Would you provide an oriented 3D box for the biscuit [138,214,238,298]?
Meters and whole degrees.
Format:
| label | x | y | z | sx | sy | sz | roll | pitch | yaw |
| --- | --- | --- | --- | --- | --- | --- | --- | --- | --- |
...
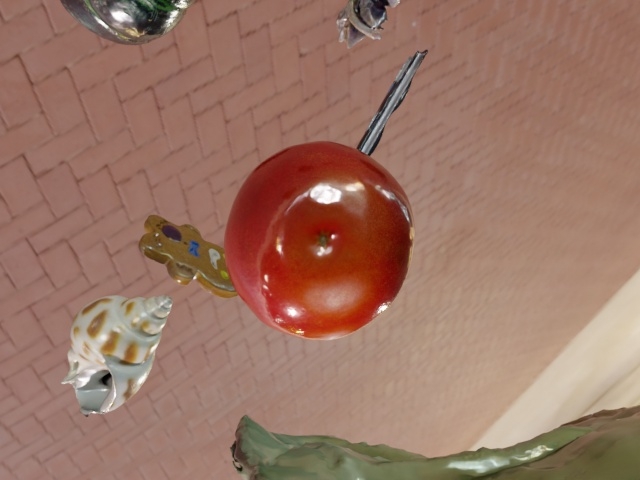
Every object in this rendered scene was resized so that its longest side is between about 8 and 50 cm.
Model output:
| label | x | y | z | sx | sy | sz | roll | pitch | yaw |
| --- | --- | --- | --- | --- | --- | --- | --- | --- | --- |
| biscuit | -0.245 | 0.032 | 1.634 | 0.236 | 0.180 | 0.039 | 31 | 117 | -23 |

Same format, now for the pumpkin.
| label | x | y | z | sx | sy | sz | roll | pitch | yaw |
| --- | --- | --- | --- | --- | --- | --- | --- | --- | --- |
| pumpkin | -0.330 | -0.497 | 1.425 | 0.315 | 0.315 | 0.238 | -49 | 142 | 13 |

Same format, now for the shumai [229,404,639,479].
| label | x | y | z | sx | sy | sz | roll | pitch | yaw |
| --- | --- | --- | --- | --- | --- | --- | --- | --- | --- |
| shumai | 0.109 | 0.148 | 0.347 | 0.292 | 0.288 | 0.330 | -57 | -171 | -30 |

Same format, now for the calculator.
| label | x | y | z | sx | sy | sz | roll | pitch | yaw |
| --- | --- | --- | --- | --- | --- | --- | --- | --- | --- |
| calculator | 0.074 | -0.150 | 1.235 | 0.274 | 0.028 | 0.165 | -60 | 180 | -17 |

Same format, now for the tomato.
| label | x | y | z | sx | sy | sz | roll | pitch | yaw |
| --- | --- | --- | --- | --- | --- | --- | --- | --- | --- |
| tomato | 0.000 | 0.000 | 0.807 | 0.195 | 0.195 | 0.136 | -39 | -179 | -5 |

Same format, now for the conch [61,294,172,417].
| label | x | y | z | sx | sy | sz | roll | pitch | yaw |
| --- | --- | --- | --- | --- | --- | --- | --- | --- | --- |
| conch | -0.364 | 0.187 | 1.494 | 0.149 | 0.182 | 0.275 | -27 | 166 | -45 |

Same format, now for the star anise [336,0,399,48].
| label | x | y | z | sx | sy | sz | roll | pitch | yaw |
| --- | --- | --- | --- | --- | --- | --- | --- | --- | --- |
| star anise | 0.105 | -0.453 | 1.590 | 0.230 | 0.081 | 0.262 | -31 | -160 | 34 |
